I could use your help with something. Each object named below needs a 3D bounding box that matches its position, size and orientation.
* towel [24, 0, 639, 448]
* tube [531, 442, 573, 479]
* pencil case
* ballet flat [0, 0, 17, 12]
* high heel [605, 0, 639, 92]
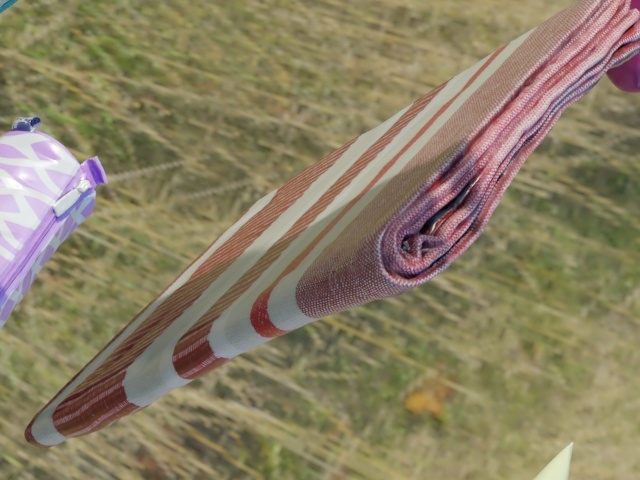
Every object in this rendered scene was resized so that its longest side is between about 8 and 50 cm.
[{"bbox_3d":[0.000,0.000,0.851,0.037,0.329,0.237,52,50,-8],"label":"towel"},{"bbox_3d":[0.143,0.251,1.308,0.062,0.070,0.240,53,40,1],"label":"tube"},{"bbox_3d":[-0.215,0.019,1.069,0.206,0.088,0.086,-62,147,-37],"label":"pencil case"},{"bbox_3d":[-0.139,-0.170,0.816,0.241,0.091,0.077,-25,142,4],"label":"ballet flat"},{"bbox_3d":[0.203,-0.303,1.255,0.181,0.127,0.377,0,88,-43],"label":"high heel"}]
